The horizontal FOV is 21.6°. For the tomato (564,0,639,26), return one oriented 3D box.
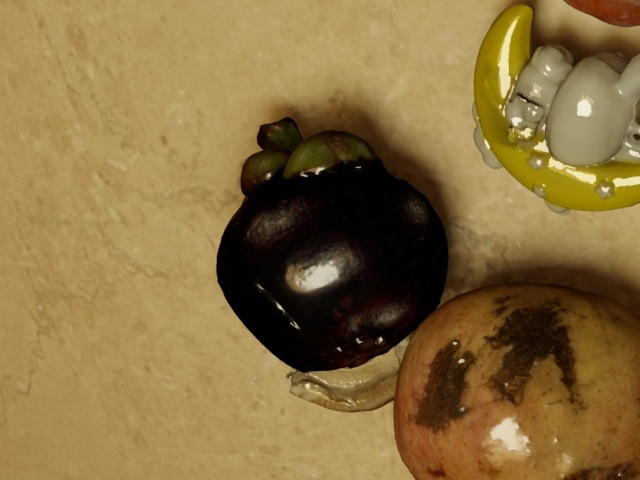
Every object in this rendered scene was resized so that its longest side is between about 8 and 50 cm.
[{"bbox_3d":[0.283,-0.300,1.604,0.214,0.155,0.181,42,131,-1],"label":"tomato"}]

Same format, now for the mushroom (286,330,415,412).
[{"bbox_3d":[0.059,0.156,2.020,0.210,0.072,0.094,-29,99,39],"label":"mushroom"}]

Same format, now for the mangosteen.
[{"bbox_3d":[-0.002,0.005,1.869,0.287,0.233,0.287,44,169,10],"label":"mangosteen"}]

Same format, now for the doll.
[{"bbox_3d":[0.267,-0.133,1.730,0.237,0.111,0.252,31,133,24],"label":"doll"}]

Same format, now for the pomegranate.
[{"bbox_3d":[0.237,0.191,1.814,0.322,0.322,0.322,12,122,21],"label":"pomegranate"}]
